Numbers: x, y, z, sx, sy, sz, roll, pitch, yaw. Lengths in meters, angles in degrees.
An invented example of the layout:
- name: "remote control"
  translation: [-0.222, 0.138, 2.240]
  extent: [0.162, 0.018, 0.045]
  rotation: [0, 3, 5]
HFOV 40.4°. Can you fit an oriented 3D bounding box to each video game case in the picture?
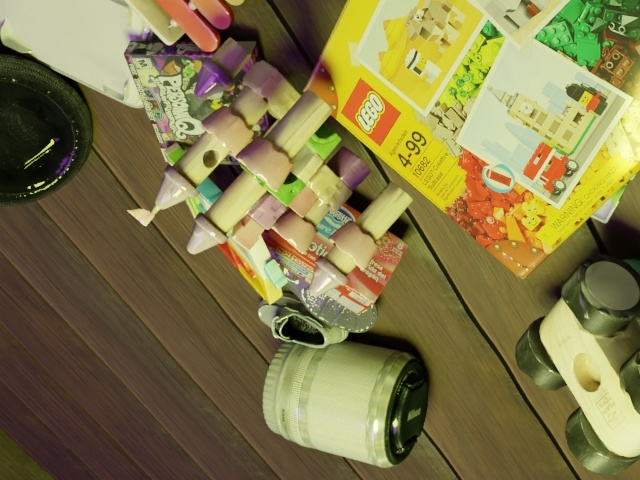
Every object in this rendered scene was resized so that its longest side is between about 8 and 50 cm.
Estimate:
- name: "video game case"
  translation: [-0.180, -0.216, 1.391]
  extent: [0.210, 0.042, 0.232]
  rotation: [4, 140, 14]

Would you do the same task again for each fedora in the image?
- name: "fedora"
  translation: [-0.585, -0.223, 1.576]
  extent: [0.334, 0.334, 0.152]
  rotation: [89, 156, -46]

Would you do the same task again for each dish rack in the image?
- name: "dish rack"
  translation: [-0.401, -0.363, 1.408]
  extent: [0.332, 0.072, 0.285]
  rotation: [26, 140, 7]

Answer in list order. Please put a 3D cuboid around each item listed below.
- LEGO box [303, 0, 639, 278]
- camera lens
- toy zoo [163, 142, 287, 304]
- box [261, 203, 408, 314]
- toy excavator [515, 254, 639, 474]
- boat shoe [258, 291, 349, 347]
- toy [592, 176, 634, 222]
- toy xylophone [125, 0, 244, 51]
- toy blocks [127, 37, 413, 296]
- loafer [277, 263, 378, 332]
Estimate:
- name: "LEGO box"
  translation: [0.248, -0.252, 0.944]
  extent: [0.372, 0.193, 0.500]
  rotation: [41, 141, 8]
- name: "camera lens"
  translation: [0.055, 0.305, 1.677]
  extent: [0.274, 0.219, 0.219]
  rotation: [8, 135, 27]
- name: "toy zoo"
  translation: [-0.148, -0.014, 1.425]
  extent: [0.293, 0.030, 0.192]
  rotation: [45, 163, 33]
- name: "box"
  translation: [0.000, 0.000, 1.449]
  extent: [0.257, 0.123, 0.128]
  rotation: [33, 163, 0]
- name: "toy excavator"
  translation: [0.580, 0.202, 1.248]
  extent: [0.433, 0.445, 0.222]
  rotation: [64, 153, 30]
- name: "boat shoe"
  translation: [-0.052, 0.156, 1.675]
  extent: [0.227, 0.081, 0.079]
  rotation: [10, 112, 41]
- name: "toy"
  translation: [0.310, -0.108, 1.211]
  extent: [0.237, 0.056, 0.137]
  rotation: [24, 139, 10]
- name: "toy xylophone"
  translation: [-0.175, -0.416, 1.192]
  extent: [0.236, 0.081, 0.322]
  rotation: [41, 140, -10]
- name: "toy blocks"
  translation: [-0.092, -0.077, 1.199]
  extent: [0.309, 0.260, 0.288]
  rotation: [42, -179, 44]
- name: "loafer"
  translation: [-0.022, 0.055, 1.594]
  extent: [0.302, 0.095, 0.109]
  rotation: [32, 111, -6]
